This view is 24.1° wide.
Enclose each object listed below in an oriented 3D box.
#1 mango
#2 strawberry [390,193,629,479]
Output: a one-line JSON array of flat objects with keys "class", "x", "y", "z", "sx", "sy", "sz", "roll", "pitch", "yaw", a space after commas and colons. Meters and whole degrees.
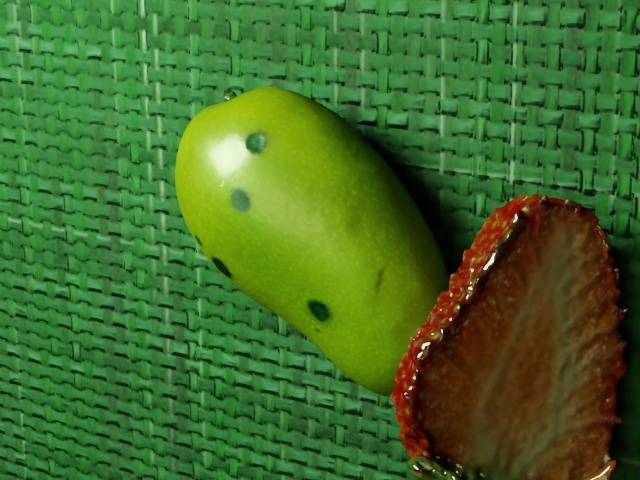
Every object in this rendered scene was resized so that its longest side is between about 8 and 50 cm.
[{"class": "mango", "x": 0.000, "y": 0.000, "z": 1.237, "sx": 0.293, "sy": 0.143, "sz": 0.175, "roll": 50, "pitch": 127, "yaw": 3}, {"class": "strawberry", "x": 0.143, "y": 0.100, "z": 1.163, "sx": 0.106, "sy": 0.188, "sz": 0.286, "roll": -146, "pitch": 68, "yaw": -69}]
